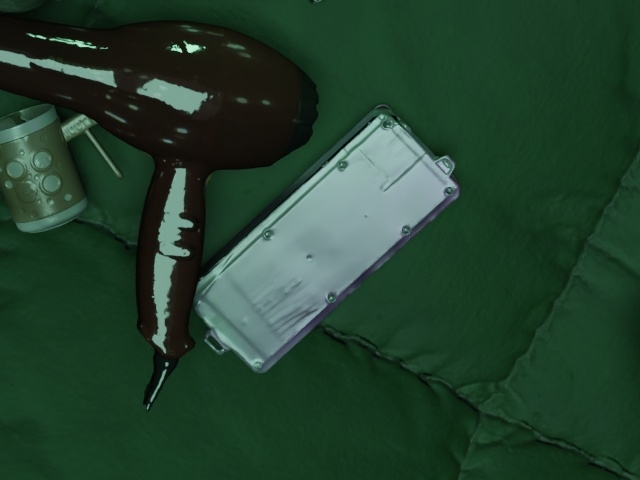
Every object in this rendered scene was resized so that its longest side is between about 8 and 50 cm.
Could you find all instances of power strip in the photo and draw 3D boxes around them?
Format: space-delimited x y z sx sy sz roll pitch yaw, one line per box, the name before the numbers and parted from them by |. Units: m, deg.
power strip | 0.000 0.000 1.586 0.279 0.037 0.109 -43 102 10

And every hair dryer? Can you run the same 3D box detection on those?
hair dryer | -0.172 -0.024 1.496 0.312 0.123 0.341 6 95 -16

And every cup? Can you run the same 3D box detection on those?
cup | -0.241 -0.069 1.551 0.102 0.074 0.099 -27 109 -26

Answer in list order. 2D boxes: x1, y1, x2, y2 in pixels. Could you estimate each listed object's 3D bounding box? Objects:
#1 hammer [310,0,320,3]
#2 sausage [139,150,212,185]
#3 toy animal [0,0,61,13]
hammer | -0.032 -0.305 1.516 0.062 0.013 0.199 -31 104 6
sausage | -0.156 -0.090 1.565 0.132 0.024 0.024 31 102 -10
toy animal | -0.337 -0.245 1.475 0.236 0.138 0.108 -2 68 6
